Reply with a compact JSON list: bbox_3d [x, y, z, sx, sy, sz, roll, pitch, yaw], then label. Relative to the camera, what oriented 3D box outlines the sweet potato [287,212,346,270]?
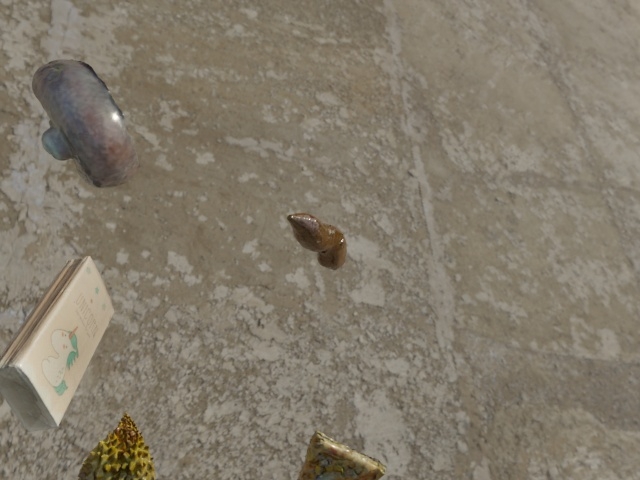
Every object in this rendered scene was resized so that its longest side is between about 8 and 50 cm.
[{"bbox_3d":[0.002,-0.002,0.878,0.065,0.218,0.051,-47,58,-3],"label":"sweet potato"}]

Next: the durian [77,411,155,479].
[{"bbox_3d":[-0.409,0.478,1.109,0.165,0.182,0.132,39,12,-13],"label":"durian"}]

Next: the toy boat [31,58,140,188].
[{"bbox_3d":[-0.293,-0.130,0.633,0.085,0.227,0.155,-30,120,-24],"label":"toy boat"}]

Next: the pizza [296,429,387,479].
[{"bbox_3d":[0.030,0.412,0.978,0.184,0.176,0.036,-10,29,-3],"label":"pizza"}]

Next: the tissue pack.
[{"bbox_3d":[-0.519,0.193,1.073,0.071,0.170,0.325,-8,34,6],"label":"tissue pack"}]
